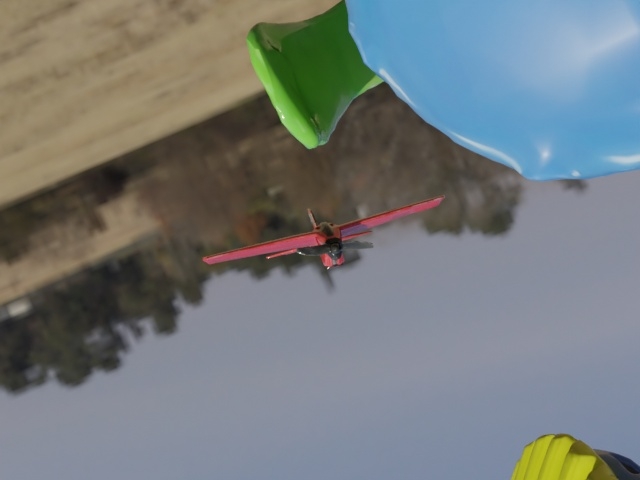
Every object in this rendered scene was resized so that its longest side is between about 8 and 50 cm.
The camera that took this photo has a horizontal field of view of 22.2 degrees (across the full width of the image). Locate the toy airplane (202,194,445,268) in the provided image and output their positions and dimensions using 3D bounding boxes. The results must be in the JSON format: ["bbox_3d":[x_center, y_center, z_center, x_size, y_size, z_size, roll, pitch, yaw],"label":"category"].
[{"bbox_3d":[0.000,0.000,0.994,0.151,0.028,0.151,-14,-173,2],"label":"toy airplane"}]

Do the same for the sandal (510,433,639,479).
[{"bbox_3d":[0.211,0.196,0.977,0.138,0.126,0.317,21,174,-22],"label":"sandal"}]

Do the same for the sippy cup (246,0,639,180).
[{"bbox_3d":[0.117,-0.132,0.618,0.224,0.240,0.305,-40,157,-57],"label":"sippy cup"}]
